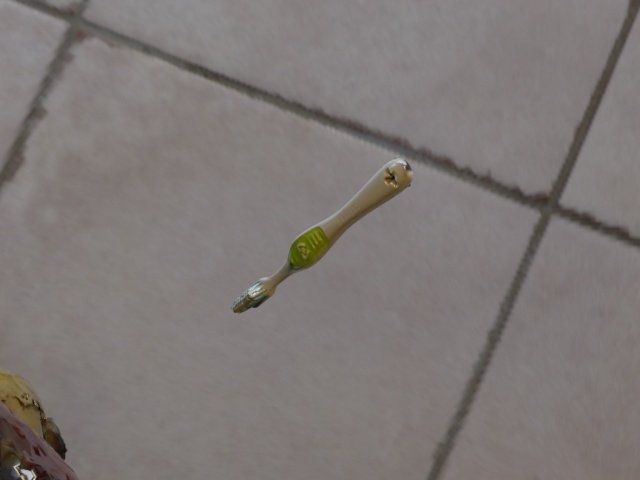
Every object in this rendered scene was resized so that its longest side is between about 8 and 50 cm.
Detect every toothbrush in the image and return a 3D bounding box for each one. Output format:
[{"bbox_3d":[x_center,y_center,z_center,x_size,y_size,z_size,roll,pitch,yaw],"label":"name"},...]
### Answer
[{"bbox_3d":[0.000,0.000,1.080,0.026,0.263,0.022,-29,84,-34],"label":"toothbrush"}]

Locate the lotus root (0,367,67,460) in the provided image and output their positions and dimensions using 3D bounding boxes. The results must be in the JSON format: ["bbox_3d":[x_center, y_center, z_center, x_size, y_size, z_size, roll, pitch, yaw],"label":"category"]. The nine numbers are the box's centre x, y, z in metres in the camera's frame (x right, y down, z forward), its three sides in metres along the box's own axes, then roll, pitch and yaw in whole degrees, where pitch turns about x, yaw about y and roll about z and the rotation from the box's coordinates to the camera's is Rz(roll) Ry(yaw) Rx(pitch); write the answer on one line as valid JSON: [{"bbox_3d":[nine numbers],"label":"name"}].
[{"bbox_3d":[-0.335,0.184,1.423,0.160,0.284,0.146,-51,61,21],"label":"lotus root"}]

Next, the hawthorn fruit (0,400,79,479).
[{"bbox_3d":[-0.284,0.221,0.867,0.369,0.285,0.284,-27,76,15],"label":"hawthorn fruit"}]
